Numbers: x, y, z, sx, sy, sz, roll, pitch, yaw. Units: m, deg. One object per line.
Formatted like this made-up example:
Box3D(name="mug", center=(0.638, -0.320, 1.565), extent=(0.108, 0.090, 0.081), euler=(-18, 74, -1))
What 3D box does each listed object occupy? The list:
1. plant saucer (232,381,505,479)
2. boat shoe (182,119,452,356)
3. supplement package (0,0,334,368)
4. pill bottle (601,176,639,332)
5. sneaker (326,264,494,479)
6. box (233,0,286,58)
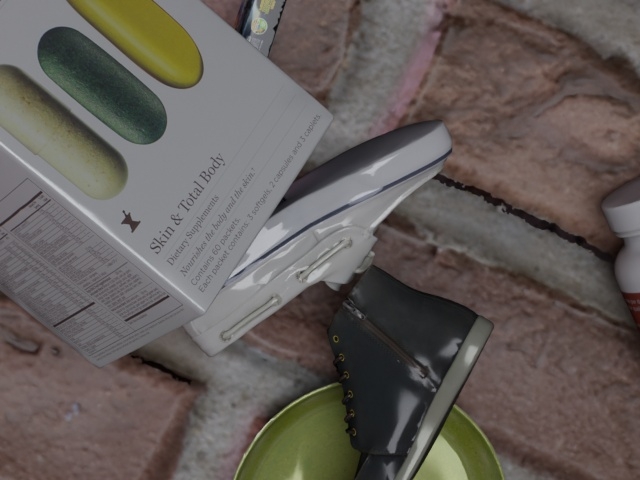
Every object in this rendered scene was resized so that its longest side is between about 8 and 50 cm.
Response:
Box3D(name="plant saucer", center=(0.038, 0.231, 1.534), extent=(0.241, 0.037, 0.241), euler=(-1, 96, -10))
Box3D(name="boat shoe", center=(0.000, 0.000, 1.476), extent=(0.267, 0.096, 0.088), euler=(-33, 104, -3))
Box3D(name="supplement package", center=(-0.175, -0.077, 1.348), extent=(0.262, 0.198, 0.199), euler=(40, 60, -13))
Box3D(name="pill bottle", center=(0.318, 0.048, 1.516), extent=(0.121, 0.121, 0.216), euler=(-28, 99, -5))
Box3D(name="sneaker", center=(0.039, 0.134, 1.477), extent=(0.118, 0.083, 0.222), euler=(29, 97, 8))
Box3D(name="box", center=(-0.048, -0.180, 1.448), extent=(0.027, 0.094, 0.137), euler=(18, 93, -10))
